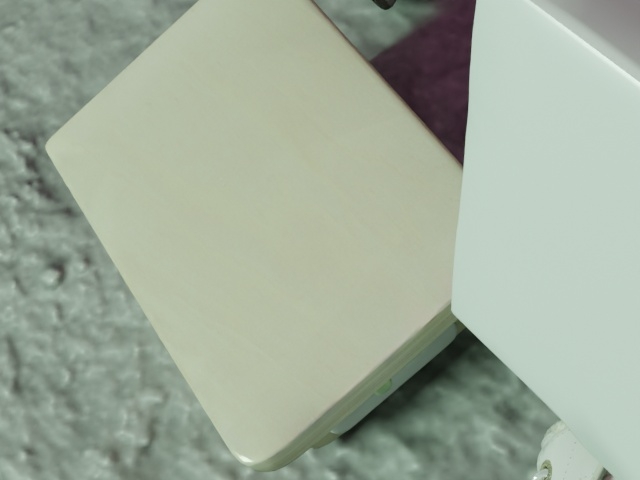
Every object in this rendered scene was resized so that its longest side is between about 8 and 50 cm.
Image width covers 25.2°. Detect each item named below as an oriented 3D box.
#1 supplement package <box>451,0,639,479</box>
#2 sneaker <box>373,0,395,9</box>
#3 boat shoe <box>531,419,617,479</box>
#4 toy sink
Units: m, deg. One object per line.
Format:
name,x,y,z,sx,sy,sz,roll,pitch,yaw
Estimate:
supplement package,0.215,-0.041,0.499,0.293,0.175,0.177,-29,54,-23
sneaker,0.017,-0.255,0.811,0.163,0.086,0.226,-50,62,9
boat shoe,0.134,0.111,0.600,0.096,0.098,0.277,28,75,34
toy sink,0.000,0.000,0.692,0.153,0.131,0.234,-43,52,5
